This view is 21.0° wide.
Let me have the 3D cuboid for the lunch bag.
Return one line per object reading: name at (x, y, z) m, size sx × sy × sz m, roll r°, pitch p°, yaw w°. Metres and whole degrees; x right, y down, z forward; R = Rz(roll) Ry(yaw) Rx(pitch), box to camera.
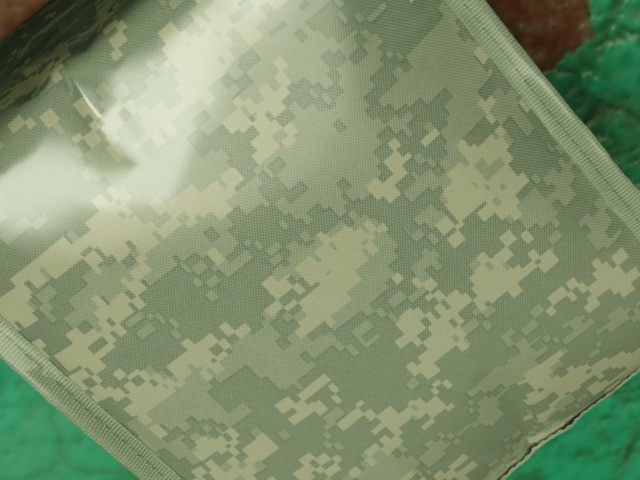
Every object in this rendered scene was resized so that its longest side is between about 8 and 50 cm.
lunch bag at (0.000, 0.000, 0.730) m, size 0.235 × 0.169 × 0.287 m, roll -40°, pitch 112°, yaw 4°
